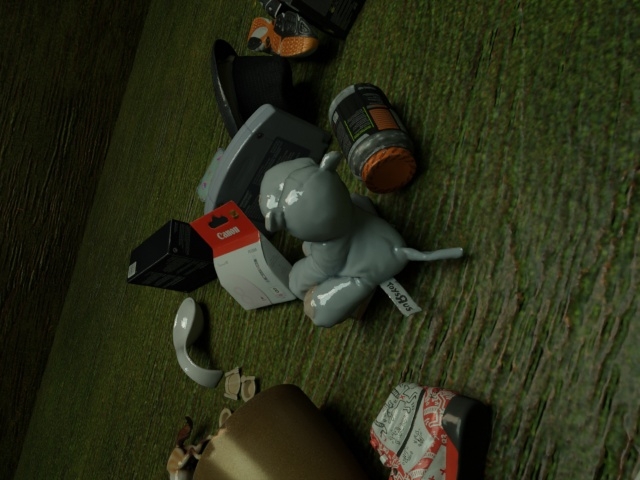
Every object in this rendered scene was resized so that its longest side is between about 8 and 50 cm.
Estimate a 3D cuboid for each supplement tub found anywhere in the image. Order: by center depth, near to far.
[{"bbox_3d":[0.092,-0.180,0.840,0.117,0.117,0.190,-44,46,31],"label":"supplement tub"}]

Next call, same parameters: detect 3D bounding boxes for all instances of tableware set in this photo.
[{"bbox_3d":[-0.184,0.368,1.053,0.141,0.020,0.168,-14,66,47],"label":"tableware set"}]

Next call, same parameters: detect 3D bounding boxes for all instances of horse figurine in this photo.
[{"bbox_3d":[-0.311,0.554,1.104,0.174,0.066,0.263,-27,59,35],"label":"horse figurine"}]

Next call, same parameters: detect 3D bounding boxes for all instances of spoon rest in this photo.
[{"bbox_3d":[-0.335,0.258,1.223,0.137,0.084,0.276,-59,41,17],"label":"spoon rest"}]

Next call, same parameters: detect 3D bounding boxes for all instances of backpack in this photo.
[{"bbox_3d":[-0.212,-0.130,1.172,0.165,0.144,0.188,-56,44,13],"label":"backpack"}]

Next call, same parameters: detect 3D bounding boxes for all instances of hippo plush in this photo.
[{"bbox_3d":[0.000,0.000,0.739,0.234,0.237,0.294,-53,36,1],"label":"hippo plush"}]

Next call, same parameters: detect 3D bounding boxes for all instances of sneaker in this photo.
[{"bbox_3d":[0.129,0.330,0.636,0.145,0.090,0.270,2,75,52],"label":"sneaker"},{"bbox_3d":[-0.067,-0.483,1.138,0.262,0.121,0.099,35,114,47],"label":"sneaker"}]

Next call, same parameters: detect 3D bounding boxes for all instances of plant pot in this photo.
[{"bbox_3d":[-0.020,0.388,0.712,0.254,0.237,0.237,27,99,36],"label":"plant pot"}]

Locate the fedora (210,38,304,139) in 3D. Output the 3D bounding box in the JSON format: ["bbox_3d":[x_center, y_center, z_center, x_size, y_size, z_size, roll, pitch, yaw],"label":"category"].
[{"bbox_3d":[-0.127,-0.328,1.096,0.153,0.334,0.334,-14,61,8],"label":"fedora"}]

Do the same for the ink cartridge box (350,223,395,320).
[{"bbox_3d":[0.057,0.044,0.879,0.145,0.045,0.179,18,73,52],"label":"ink cartridge box"}]

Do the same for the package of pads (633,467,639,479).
[{"bbox_3d":[0.346,0.313,0.368,0.229,0.101,0.296,32,102,51],"label":"package of pads"}]

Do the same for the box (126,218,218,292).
[{"bbox_3d":[-0.374,0.051,1.265,0.261,0.184,0.103,-26,56,42],"label":"box"}]

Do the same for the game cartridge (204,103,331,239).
[{"bbox_3d":[-0.124,-0.140,1.023,0.294,0.196,0.060,-56,49,20],"label":"game cartridge"}]

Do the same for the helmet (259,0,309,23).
[{"bbox_3d":[-0.078,-0.619,1.166,0.169,0.162,0.169,-21,62,45],"label":"helmet"}]

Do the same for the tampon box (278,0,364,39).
[{"bbox_3d":[-0.008,-0.543,1.056,0.101,0.161,0.120,-60,40,17],"label":"tampon box"}]

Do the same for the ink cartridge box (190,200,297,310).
[{"bbox_3d":[-0.168,0.043,0.995,0.189,0.232,0.066,-19,33,46],"label":"ink cartridge box"}]
